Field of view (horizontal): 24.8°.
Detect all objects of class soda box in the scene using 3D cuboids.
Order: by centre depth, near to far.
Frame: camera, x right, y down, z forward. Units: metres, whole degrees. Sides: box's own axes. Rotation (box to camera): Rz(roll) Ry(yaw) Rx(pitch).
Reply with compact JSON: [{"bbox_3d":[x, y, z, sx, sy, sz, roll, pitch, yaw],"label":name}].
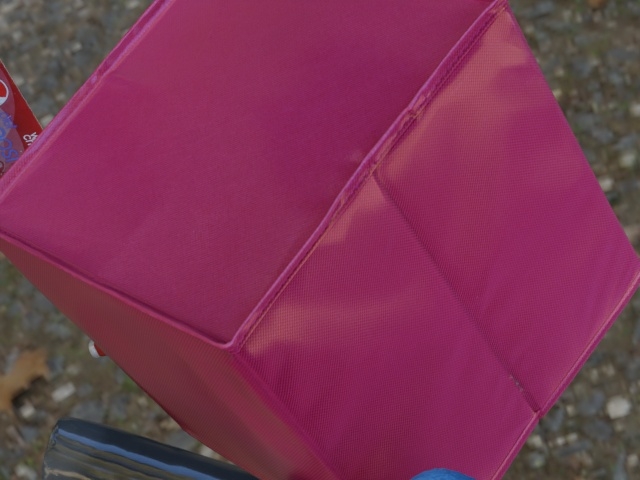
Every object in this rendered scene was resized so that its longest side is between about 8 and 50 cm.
[{"bbox_3d":[-0.369,-0.110,1.656,0.092,0.083,0.263,-17,51,-25],"label":"soda box"}]

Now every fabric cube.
[{"bbox_3d":[0.000,0.000,0.903,0.254,0.258,0.259,23,68,44],"label":"fabric cube"}]

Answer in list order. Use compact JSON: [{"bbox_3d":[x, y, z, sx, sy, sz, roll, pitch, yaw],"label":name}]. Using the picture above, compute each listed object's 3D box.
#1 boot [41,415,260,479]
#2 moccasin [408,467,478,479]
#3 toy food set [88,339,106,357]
[{"bbox_3d":[-0.100,0.272,1.651,0.445,0.367,0.146,16,37,17],"label":"boot"},{"bbox_3d":[0.144,0.261,0.713,0.342,0.137,0.117,44,101,13],"label":"moccasin"},{"bbox_3d":[-0.224,0.113,1.819,0.104,0.232,0.111,-18,22,24],"label":"toy food set"}]
